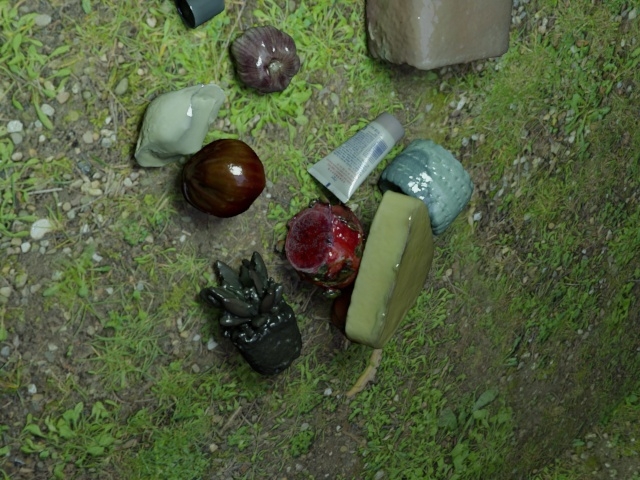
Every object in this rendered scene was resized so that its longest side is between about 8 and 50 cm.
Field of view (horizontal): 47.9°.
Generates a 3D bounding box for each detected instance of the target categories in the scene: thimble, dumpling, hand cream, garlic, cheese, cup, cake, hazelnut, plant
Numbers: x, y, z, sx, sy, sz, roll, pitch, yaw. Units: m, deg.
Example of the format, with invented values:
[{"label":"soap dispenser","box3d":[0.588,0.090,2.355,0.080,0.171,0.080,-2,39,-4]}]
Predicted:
[{"label":"thimble","box3d":[0.280,-0.137,1.880,0.172,0.205,0.250,-46,122,-11]},{"label":"dumpling","box3d":[-0.295,-0.240,1.540,0.166,0.126,0.216,22,91,-64]},{"label":"hand cream","box3d":[0.101,-0.211,1.796,0.248,0.133,0.083,-42,158,-11]},{"label":"garlic","box3d":[-0.114,-0.393,1.576,0.147,0.102,0.159,-48,129,-5]},{"label":"cheese","box3d":[0.200,0.069,1.841,0.384,0.104,0.384,-51,151,-43]},{"label":"cup","box3d":[-0.251,-0.493,1.468,0.077,0.078,0.100,-34,95,-20]},{"label":"cake","box3d":[0.272,-0.537,1.669,0.308,0.237,0.230,-18,118,-21]},{"label":"hazelnut","box3d":[-0.212,-0.141,1.574,0.178,0.204,0.178,-5,99,-35]},{"label":"plant","box3d":[-0.160,0.185,1.768,0.181,0.194,0.321,-39,130,-15]}]

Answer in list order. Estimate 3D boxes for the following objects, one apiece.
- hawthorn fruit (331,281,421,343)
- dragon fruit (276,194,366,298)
[{"label":"hawthorn fruit","box3d":[0.163,0.170,1.994,0.285,0.165,0.165,-25,123,-25]},{"label":"dragon fruit","box3d":[0.000,0.000,1.785,0.147,0.211,0.282,9,82,-35]}]
